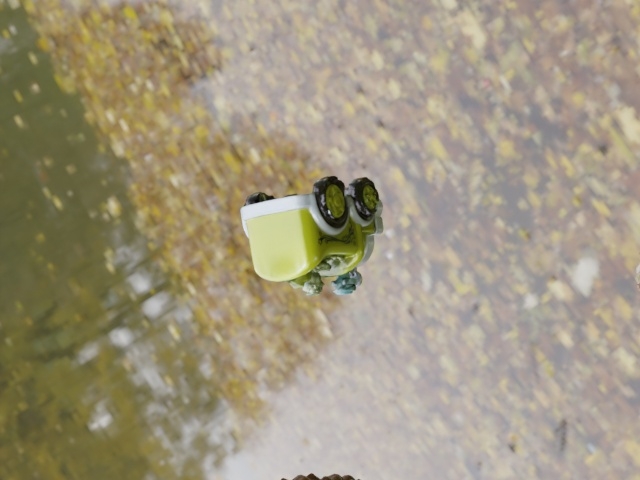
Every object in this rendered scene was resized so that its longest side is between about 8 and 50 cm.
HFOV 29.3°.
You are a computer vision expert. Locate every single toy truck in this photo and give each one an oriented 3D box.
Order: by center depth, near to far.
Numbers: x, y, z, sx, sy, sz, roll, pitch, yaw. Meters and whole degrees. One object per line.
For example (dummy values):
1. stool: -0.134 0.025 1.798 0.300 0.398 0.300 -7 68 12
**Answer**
1. toy truck: 0.000 0.000 0.834 0.076 0.111 0.077 -12 84 33

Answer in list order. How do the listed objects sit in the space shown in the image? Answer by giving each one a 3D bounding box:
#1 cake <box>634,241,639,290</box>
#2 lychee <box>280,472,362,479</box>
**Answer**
1. cake: 0.225 -0.005 0.555 0.287 0.135 0.098 -145 67 -82
2. lychee: -0.008 0.365 1.167 0.276 0.304 0.276 -17 -90 -84
